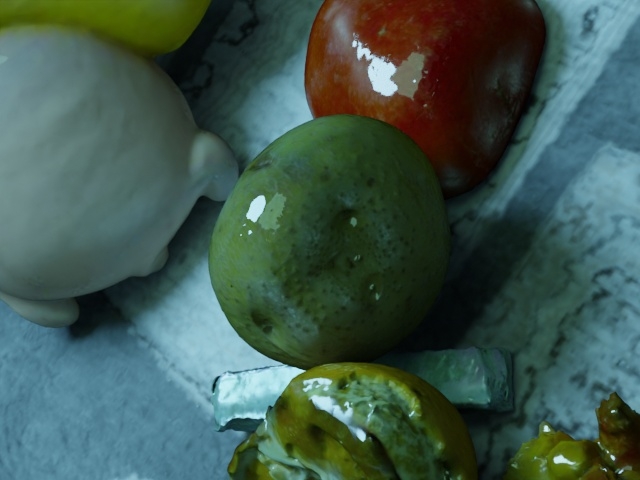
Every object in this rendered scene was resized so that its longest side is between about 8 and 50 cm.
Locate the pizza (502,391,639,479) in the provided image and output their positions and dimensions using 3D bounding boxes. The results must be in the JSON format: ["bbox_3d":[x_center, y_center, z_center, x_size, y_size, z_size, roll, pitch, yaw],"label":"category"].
[{"bbox_3d":[0.154,0.187,0.898,0.289,0.081,0.228,-35,51,17],"label":"pizza"}]

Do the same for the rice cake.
[{"bbox_3d":[0.022,0.093,1.069,0.211,0.034,0.043,-8,71,31],"label":"rice cake"}]

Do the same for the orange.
[{"bbox_3d":[0.030,0.136,0.983,0.170,0.160,0.112,6,27,32],"label":"orange"}]

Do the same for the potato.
[{"bbox_3d":[0.000,0.000,1.047,0.157,0.157,0.194,-56,14,-2],"label":"potato"}]

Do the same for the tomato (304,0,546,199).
[{"bbox_3d":[0.050,-0.119,1.128,0.174,0.082,0.166,17,78,37],"label":"tomato"}]

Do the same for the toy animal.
[{"bbox_3d":[-0.201,-0.143,1.249,0.277,0.345,0.247,-36,14,-10],"label":"toy animal"}]
